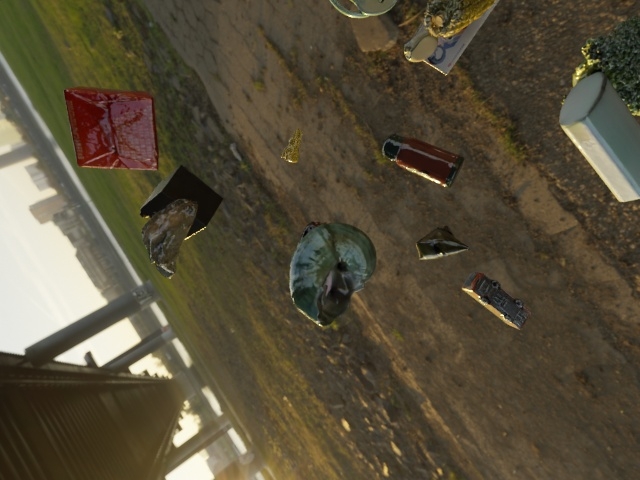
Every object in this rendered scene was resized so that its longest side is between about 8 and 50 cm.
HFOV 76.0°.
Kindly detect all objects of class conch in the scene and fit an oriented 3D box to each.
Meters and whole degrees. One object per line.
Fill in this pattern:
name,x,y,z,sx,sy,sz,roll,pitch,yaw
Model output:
conch,0.036,0.063,0.986,0.196,0.277,0.220,-14,103,25

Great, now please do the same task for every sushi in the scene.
sushi,0.000,0.000,1.664,0.151,0.152,0.172,26,-175,5

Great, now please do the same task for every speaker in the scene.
speaker,-0.591,-0.150,1.740,0.254,0.184,0.232,-22,125,43

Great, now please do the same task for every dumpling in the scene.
dumpling,-0.582,-0.010,1.527,0.331,0.166,0.086,-68,24,14

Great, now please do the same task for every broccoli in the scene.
broccoli,0.985,-0.530,1.341,0.272,0.335,0.323,97,153,-76

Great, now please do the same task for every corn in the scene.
corn,0.350,-0.582,0.997,0.115,0.318,0.115,29,142,25

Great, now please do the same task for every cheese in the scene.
cheese,0.363,-0.663,1.366,0.092,0.171,0.047,39,-155,-57

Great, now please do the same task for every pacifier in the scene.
pacifier,0.173,-1.096,1.690,0.344,0.288,0.269,28,-177,-3

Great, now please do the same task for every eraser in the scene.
eraser,0.741,-0.261,1.041,0.290,0.189,0.104,42,150,-16

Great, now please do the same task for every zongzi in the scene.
zongzi,0.558,-0.004,1.751,0.242,0.221,0.112,-10,109,45

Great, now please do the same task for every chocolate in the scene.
chocolate,-0.617,-0.343,1.241,0.108,0.235,0.237,-110,24,-51

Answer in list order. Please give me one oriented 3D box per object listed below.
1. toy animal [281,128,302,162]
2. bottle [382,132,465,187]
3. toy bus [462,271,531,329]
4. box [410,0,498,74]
toy animal,-0.121,-0.450,1.929,0.070,0.083,0.159,47,123,49
bottle,0.425,-0.351,1.737,0.336,0.144,0.143,28,146,16
toy bus,0.449,0.154,1.049,0.192,0.065,0.077,37,173,-14
box,0.553,-0.917,1.727,0.215,0.069,0.353,26,126,-12
